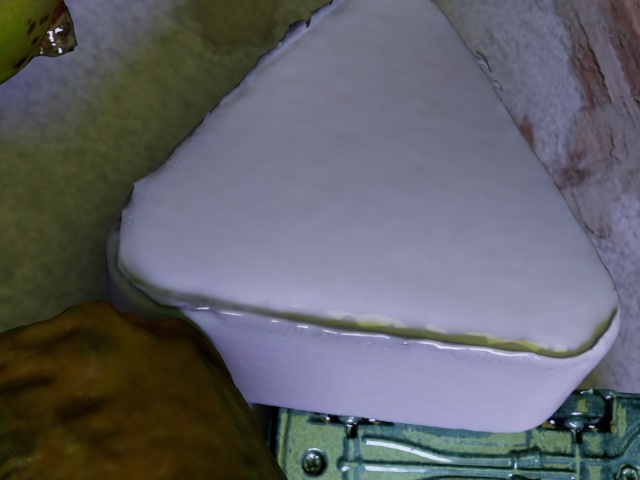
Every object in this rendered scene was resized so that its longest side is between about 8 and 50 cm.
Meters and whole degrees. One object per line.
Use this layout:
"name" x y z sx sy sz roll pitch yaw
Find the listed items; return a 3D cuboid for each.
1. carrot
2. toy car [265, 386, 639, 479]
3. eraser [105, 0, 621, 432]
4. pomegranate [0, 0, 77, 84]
"carrot" -0.113 0.208 0.568 0.242 0.241 0.340 -15 61 -29
"toy car" 0.112 0.181 0.794 0.321 0.097 0.141 5 76 -11
"eraser" 0.000 0.000 0.721 0.331 0.150 0.331 5 59 -8
"pomegranate" -0.265 -0.202 0.649 0.246 0.198 0.198 43 61 14
